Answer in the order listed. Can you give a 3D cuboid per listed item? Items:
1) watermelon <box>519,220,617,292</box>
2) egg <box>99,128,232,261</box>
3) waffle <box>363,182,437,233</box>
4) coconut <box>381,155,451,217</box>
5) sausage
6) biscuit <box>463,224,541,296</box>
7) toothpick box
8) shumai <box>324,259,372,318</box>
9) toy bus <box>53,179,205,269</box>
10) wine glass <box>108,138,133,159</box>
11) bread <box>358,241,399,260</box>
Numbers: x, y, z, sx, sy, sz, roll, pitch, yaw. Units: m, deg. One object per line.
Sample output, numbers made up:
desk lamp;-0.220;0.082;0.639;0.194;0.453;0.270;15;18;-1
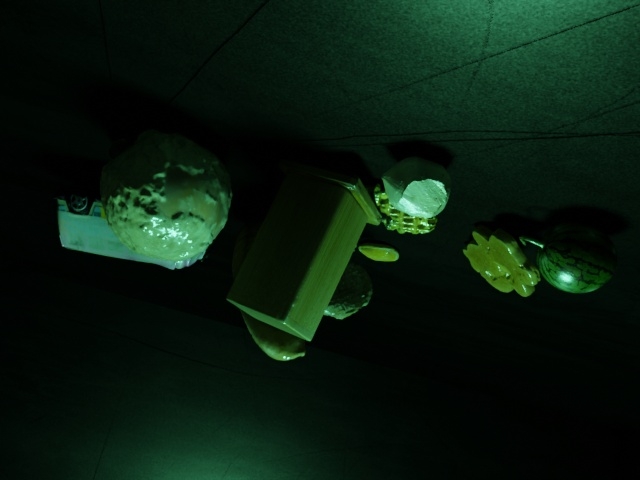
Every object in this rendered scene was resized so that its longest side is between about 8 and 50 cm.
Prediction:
watermelon;0.480;0.028;1.287;0.187;0.141;0.141;16;162;-6
egg;-0.310;-0.088;1.342;0.279;0.279;0.310;12;179;4
waffle;0.161;-0.062;1.396;0.148;0.051;0.194;-3;155;41
coconut;0.170;-0.098;1.193;0.124;0.110;0.110;11;162;-4
sausage;-0.135;0.106;1.554;0.136;0.501;0.123;6;120;-16
biscuit;0.394;0.046;1.444;0.184;0.035;0.249;52;169;6
toothpick box;-0.037;0.022;1.322;0.187;0.308;0.190;19;165;28
shumai;0.012;0.119;1.607;0.209;0.162;0.153;-12;172;-36
toy bus;-0.455;-0.037;1.648;0.386;0.163;0.171;9;-162;12
wine glass;-0.405;-0.158;1.503;0.066;0.066;0.198;6;160;21
bread;0.151;0.031;1.717;0.110;0.025;0.110;13;161;4
